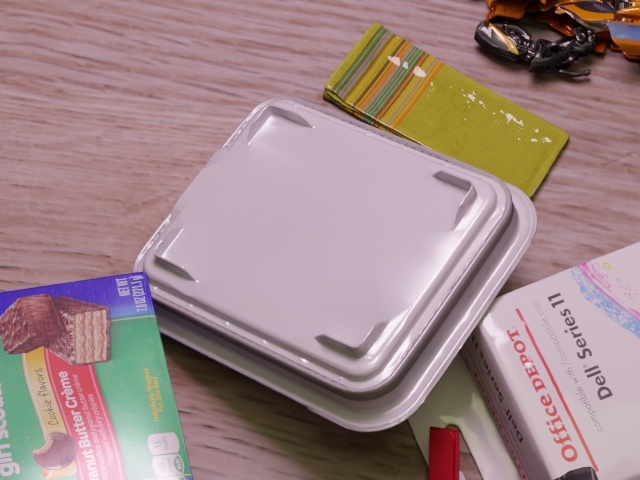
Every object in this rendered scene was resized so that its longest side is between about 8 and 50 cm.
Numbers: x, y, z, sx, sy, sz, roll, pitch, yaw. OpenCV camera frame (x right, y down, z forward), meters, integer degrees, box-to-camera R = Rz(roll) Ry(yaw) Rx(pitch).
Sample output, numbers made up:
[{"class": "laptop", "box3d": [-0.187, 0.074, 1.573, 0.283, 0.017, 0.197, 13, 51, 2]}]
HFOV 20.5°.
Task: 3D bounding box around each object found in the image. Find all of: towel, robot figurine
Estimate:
[{"class": "towel", "box3d": [0.127, -0.129, 1.788, 0.237, 0.021, 0.102, 31, 69, 9]}, {"class": "robot figurine", "box3d": [0.291, -0.270, 1.823, 0.291, 0.085, 0.211, 4, 66, -2]}]

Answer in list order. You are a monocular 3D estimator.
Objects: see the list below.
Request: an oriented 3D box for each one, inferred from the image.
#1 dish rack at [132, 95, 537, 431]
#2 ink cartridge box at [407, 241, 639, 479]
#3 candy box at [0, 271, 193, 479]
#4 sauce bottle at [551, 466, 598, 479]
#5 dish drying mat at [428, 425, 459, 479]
[{"class": "dish rack", "box3d": [0.000, 0.000, 1.638, 0.333, 0.072, 0.285, 23, 67, 31]}, {"class": "ink cartridge box", "box3d": [0.264, 0.132, 1.629, 0.353, 0.119, 0.207, -21, 69, -10]}, {"class": "candy box", "box3d": [-0.281, 0.180, 1.522, 0.317, 0.122, 0.268, -9, 54, -11]}, {"class": "sauce bottle", "box3d": [0.077, 0.270, 1.513, 0.344, 0.111, 0.111, -18, 68, 9]}, {"class": "dish drying mat", "box3d": [0.112, 0.213, 1.620, 0.032, 0.008, 0.083, 3, 96, 37]}]
